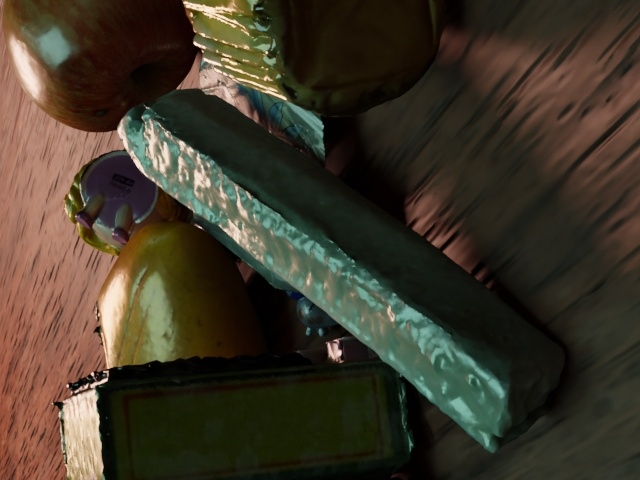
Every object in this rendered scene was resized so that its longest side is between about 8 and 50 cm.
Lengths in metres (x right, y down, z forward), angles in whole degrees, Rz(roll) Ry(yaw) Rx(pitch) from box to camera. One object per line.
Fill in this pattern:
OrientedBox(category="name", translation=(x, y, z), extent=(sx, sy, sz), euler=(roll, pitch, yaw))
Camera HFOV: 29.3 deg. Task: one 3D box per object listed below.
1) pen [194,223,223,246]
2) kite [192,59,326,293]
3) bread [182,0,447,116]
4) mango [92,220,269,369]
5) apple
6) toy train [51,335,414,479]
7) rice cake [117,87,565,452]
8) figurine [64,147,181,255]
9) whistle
OrientedBox(category="pen", translation=(-0.062, -0.036, 0.913), extent=(0.033, 0.033, 0.269), euler=(64, 152, 15))
OrientedBox(category="kite", translation=(-0.034, -0.098, 0.779), extent=(0.169, 0.015, 0.310), euler=(32, 136, 38))
OrientedBox(category="bread", translation=(-0.009, -0.167, 0.632), extent=(0.114, 0.132, 0.190), euler=(28, 126, 52))
OrientedBox(category="mango", translation=(-0.109, 0.092, 0.970), extent=(0.154, 0.126, 0.252), euler=(45, 141, 44))
OrientedBox(category="apple", translation=(-0.165, -0.154, 0.907), extent=(0.131, 0.146, 0.146), euler=(47, 145, 20))
OrientedBox(category="toy train", translation=(-0.057, 0.162, 0.791), extent=(0.134, 0.261, 0.177), euler=(-27, 68, 61))
OrientedBox(category="rice cake", translation=(0.000, 0.000, 0.729), extent=(0.336, 0.066, 0.063), euler=(39, 130, 31))
OrientedBox(category="figurine", translation=(-0.160, -0.043, 1.051), extent=(0.095, 0.115, 0.156), euler=(33, 166, 3))
OrientedBox(category="whistle", translation=(-0.012, 0.028, 0.864), extent=(0.033, 0.029, 0.083), euler=(-32, 81, 24))
